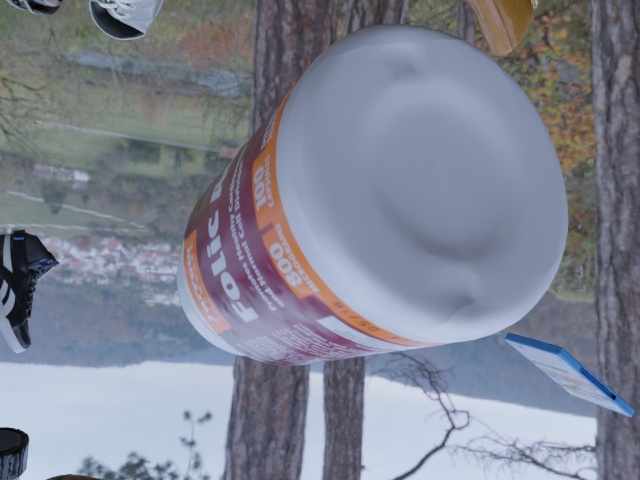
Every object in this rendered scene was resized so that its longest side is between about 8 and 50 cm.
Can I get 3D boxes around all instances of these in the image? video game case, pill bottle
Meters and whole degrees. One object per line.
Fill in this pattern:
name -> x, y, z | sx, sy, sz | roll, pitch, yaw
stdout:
video game case -> 0.368, 0.197, 0.867 | 0.166, 0.015, 0.119 | 39, 169, -16
pill bottle -> 0.000, 0.000, 0.544 | 0.224, 0.224, 0.392 | 10, 162, -24

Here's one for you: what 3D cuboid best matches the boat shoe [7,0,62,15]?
boat shoe -> -0.395, -0.378, 0.780 | 0.356, 0.130, 0.132 | -21, -171, -2

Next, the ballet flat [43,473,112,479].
ballet flat -> -0.140, 0.322, 0.607 | 0.342, 0.116, 0.124 | 30, 153, -27

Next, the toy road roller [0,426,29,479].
toy road roller -> -0.600, 0.360, 0.853 | 0.330, 0.202, 0.241 | 13, -172, 40

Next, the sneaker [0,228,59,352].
sneaker -> -0.528, 0.084, 1.056 | 0.121, 0.216, 0.079 | -18, -177, -20

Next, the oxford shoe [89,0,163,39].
oxford shoe -> -0.362, -0.494, 1.089 | 0.169, 0.130, 0.449 | 30, 167, -17

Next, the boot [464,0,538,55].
boot -> 0.192, -0.374, 0.681 | 0.104, 0.295, 0.211 | -6, 143, 34
